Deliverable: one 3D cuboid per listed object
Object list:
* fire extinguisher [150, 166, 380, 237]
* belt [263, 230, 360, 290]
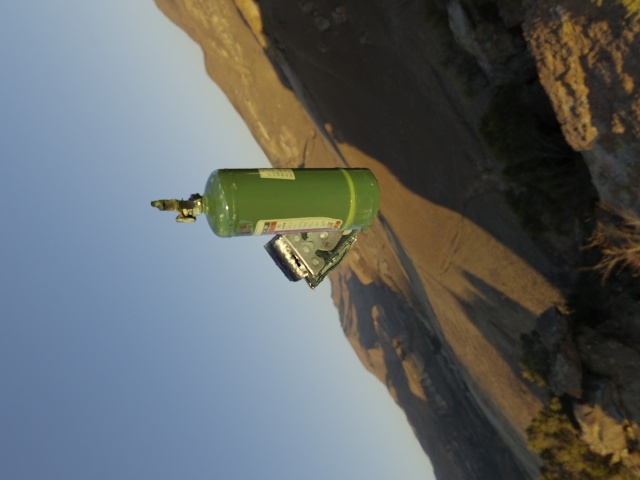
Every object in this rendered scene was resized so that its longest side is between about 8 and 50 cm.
[{"bbox_3d":[-0.071,-0.048,0.624,0.118,0.294,0.093,-177,83,-66],"label":"fire extinguisher"},{"bbox_3d":[0.000,-0.001,0.935,0.128,0.218,0.122,52,143,-7],"label":"belt"}]
